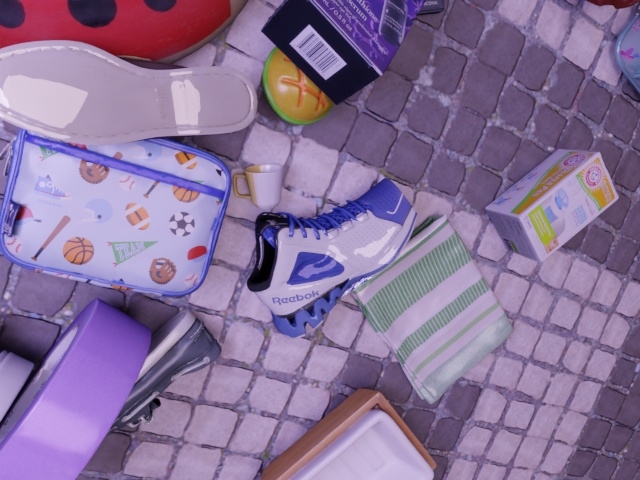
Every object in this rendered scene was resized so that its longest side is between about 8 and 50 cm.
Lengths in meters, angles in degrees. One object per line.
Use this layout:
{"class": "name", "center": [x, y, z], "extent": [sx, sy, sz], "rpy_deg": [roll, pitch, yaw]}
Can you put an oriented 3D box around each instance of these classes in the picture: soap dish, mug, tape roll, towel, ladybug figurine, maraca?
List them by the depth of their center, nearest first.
{"class": "ladybug figurine", "center": [-0.273, -0.371, 0.621], "extent": [0.449, 0.162, 0.305], "rpy_deg": [-27, 110, -10]}
{"class": "tape roll", "center": [-0.351, 0.218, 0.676], "extent": [0.090, 0.275, 0.275], "rpy_deg": [37, 90, -21]}
{"class": "maraca", "center": [-0.015, -0.258, 0.768], "extent": [0.186, 0.099, 0.127], "rpy_deg": [-48, 118, -28]}
{"class": "mug", "center": [-0.095, -0.088, 0.808], "extent": [0.062, 0.078, 0.064], "rpy_deg": [-27, 123, -44]}
{"class": "soap dish", "center": [0.049, 0.441, 0.939], "extent": [0.290, 0.118, 0.229], "rpy_deg": [-39, 111, -6]}
{"class": "towel", "center": [0.224, 0.138, 0.966], "extent": [0.247, 0.038, 0.325], "rpy_deg": [-38, 111, -7]}

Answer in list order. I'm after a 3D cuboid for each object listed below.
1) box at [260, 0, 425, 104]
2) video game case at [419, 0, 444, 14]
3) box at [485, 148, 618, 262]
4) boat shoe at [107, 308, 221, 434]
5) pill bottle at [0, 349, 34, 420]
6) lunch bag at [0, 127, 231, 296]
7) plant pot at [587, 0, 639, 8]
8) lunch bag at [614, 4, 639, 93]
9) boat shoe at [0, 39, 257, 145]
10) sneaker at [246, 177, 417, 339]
{"class": "box", "center": [0.042, -0.325, 0.693], "extent": [0.153, 0.108, 0.207], "rpy_deg": [39, 62, -22]}
{"class": "video game case", "center": [0.097, -0.500, 0.781], "extent": [0.195, 0.026, 0.275], "rpy_deg": [-12, 107, -15]}
{"class": "box", "center": [0.442, -0.072, 0.949], "extent": [0.203, 0.103, 0.114], "rpy_deg": [-37, 111, -6]}
{"class": "boat shoe", "center": [-0.293, 0.256, 0.790], "extent": [0.319, 0.116, 0.099], "rpy_deg": [-47, 108, -8]}
{"class": "pill bottle", "center": [-0.567, 0.153, 0.645], "extent": [0.318, 0.176, 0.176], "rpy_deg": [33, 91, -21]}
{"class": "lunch bag", "center": [-0.294, -0.059, 0.717], "extent": [0.303, 0.115, 0.243], "rpy_deg": [16, 95, -21]}
{"class": "plant pot", "center": [0.537, -0.549, 0.797], "extent": [0.265, 0.272, 0.272], "rpy_deg": [-45, 112, 6]}
{"class": "lunch bag", "center": [0.714, -0.364, 0.963], "extent": [0.279, 0.108, 0.224], "rpy_deg": [39, 94, -20]}
{"class": "boat shoe", "center": [-0.247, -0.183, 0.635], "extent": [0.324, 0.096, 0.117], "rpy_deg": [-8, 104, -31]}
{"class": "sneaker", "center": [-0.001, 0.001, 0.801], "extent": [0.315, 0.127, 0.182], "rpy_deg": [-45, 123, -2]}
